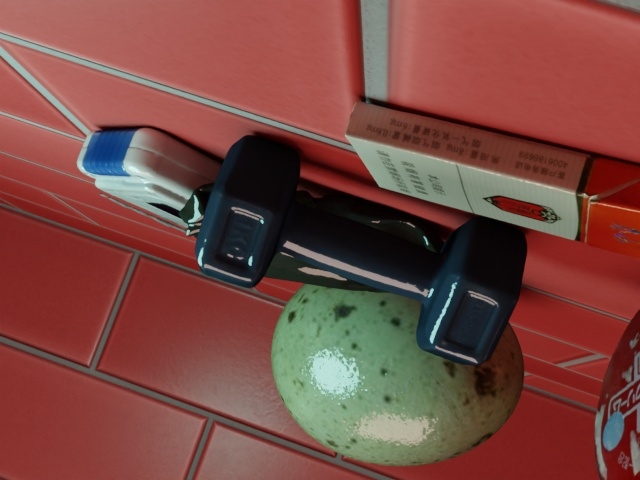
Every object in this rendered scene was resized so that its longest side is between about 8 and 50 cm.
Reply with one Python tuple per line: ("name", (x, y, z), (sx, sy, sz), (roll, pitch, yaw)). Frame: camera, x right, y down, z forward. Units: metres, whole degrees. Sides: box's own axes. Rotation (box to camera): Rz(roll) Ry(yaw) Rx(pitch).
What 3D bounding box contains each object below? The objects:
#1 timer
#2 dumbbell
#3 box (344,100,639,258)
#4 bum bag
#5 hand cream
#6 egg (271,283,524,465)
("timer", (-0.163, -0.058, 1.144), (0.253, 0.078, 0.178), (27, 168, -37))
("dumbbell", (0.037, 0.012, 0.917), (0.316, 0.156, 0.143), (20, 142, -1))
("box", (0.148, -0.042, 0.694), (0.245, 0.035, 0.139), (18, 171, 17))
("bum bag", (0.000, 0.000, 1.058), (0.326, 0.079, 0.142), (10, 143, 1))
("hand cream", (0.369, 0.161, 0.847), (0.149, 0.230, 0.230), (19, 171, -2))
("egg", (0.099, 0.162, 1.259), (0.379, 0.287, 0.288), (-10, 153, 44))
